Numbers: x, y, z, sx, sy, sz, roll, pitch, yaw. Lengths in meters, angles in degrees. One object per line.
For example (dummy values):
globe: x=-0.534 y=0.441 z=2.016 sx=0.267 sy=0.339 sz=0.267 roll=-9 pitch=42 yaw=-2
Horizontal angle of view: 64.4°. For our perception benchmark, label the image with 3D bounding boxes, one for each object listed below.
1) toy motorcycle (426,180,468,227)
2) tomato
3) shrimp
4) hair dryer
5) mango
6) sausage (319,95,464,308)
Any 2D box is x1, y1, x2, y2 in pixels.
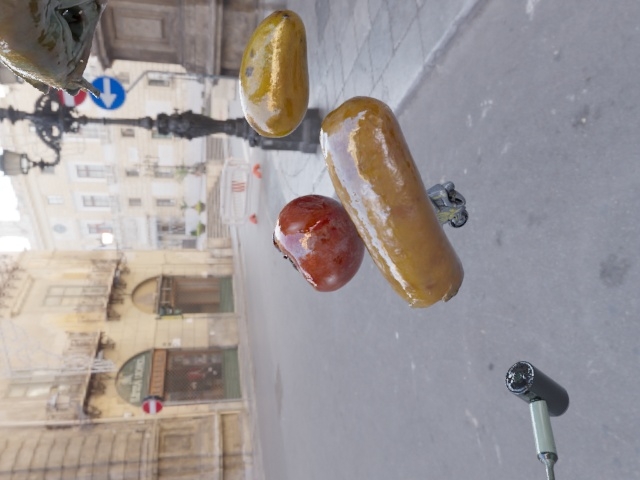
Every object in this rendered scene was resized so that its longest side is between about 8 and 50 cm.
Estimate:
toy motorcycle: x=0.271 y=-0.083 z=1.193 sx=0.061 sy=0.193 sz=0.124 roll=-112 pitch=28 yaw=-55
tomato: x=0.000 y=0.000 z=0.948 sx=0.187 sy=0.151 sz=0.187 roll=45 pitch=172 yaw=8
shrimp: x=-0.297 y=-0.254 z=0.590 sx=0.077 sy=0.168 sz=0.317 roll=51 pitch=167 yaw=-3
hair dryer: x=0.340 y=0.288 z=0.773 sx=0.057 sy=0.100 sz=0.198 roll=-41 pitch=21 yaw=38
mango: x=-0.069 y=-0.242 z=0.750 sx=0.115 sy=0.090 sz=0.178 roll=7 pitch=104 yaw=40
sausage: x=0.084 y=-0.039 z=0.608 sx=0.270 sy=0.109 sz=0.109 roll=61 pitch=177 yaw=-21
